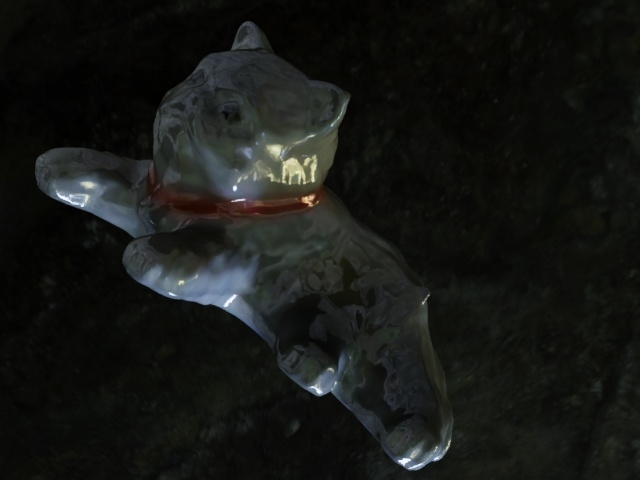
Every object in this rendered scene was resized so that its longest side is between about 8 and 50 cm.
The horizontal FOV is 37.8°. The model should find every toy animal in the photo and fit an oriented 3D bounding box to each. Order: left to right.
[{"bbox_3d":[0.000,0.000,0.670,0.188,0.266,0.308,-52,-129,0],"label":"toy animal"}]
